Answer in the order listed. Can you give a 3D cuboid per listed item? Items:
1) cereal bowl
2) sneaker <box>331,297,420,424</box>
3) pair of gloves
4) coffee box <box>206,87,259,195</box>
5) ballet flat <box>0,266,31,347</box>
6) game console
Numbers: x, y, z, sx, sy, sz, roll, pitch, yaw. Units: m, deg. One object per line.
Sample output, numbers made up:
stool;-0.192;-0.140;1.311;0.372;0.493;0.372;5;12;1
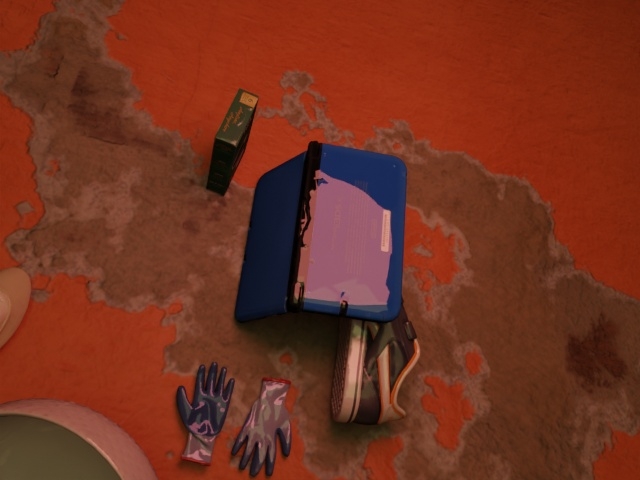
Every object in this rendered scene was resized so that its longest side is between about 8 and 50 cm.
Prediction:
cereal bowl;-0.345;0.359;0.676;0.338;0.141;0.339;0;91;6
sneaker;0.099;0.151;0.922;0.127;0.126;0.321;10;75;-8
pair of gloves;-0.138;0.285;0.859;0.198;0.023;0.159;14;65;-11
coffee box;-0.157;-0.168;0.939;0.040;0.184;0.113;23;65;-7
ballet flat;-0.510;0.143;0.779;0.086;0.086;0.249;22;65;-6
game console;0.000;0.000;0.915;0.250;0.173;0.293;9;68;-7
